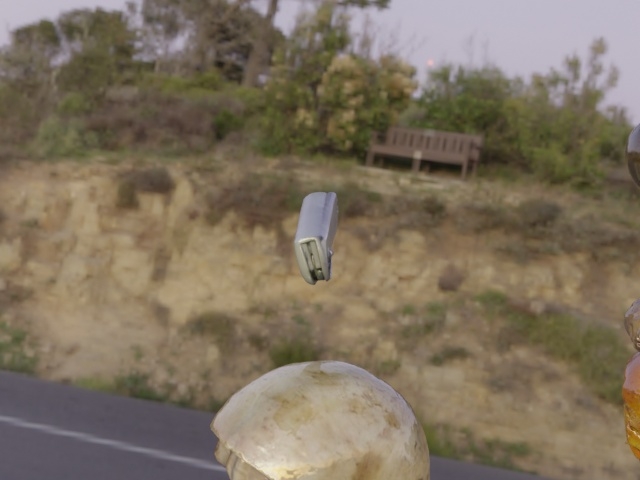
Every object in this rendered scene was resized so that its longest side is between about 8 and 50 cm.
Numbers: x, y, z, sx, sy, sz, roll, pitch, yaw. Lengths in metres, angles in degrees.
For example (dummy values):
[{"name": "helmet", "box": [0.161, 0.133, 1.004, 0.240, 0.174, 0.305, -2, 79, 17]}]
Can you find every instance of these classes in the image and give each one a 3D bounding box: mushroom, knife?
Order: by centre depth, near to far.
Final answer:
[{"name": "mushroom", "box": [0.008, 0.217, 1.066, 0.189, 0.253, 0.195, -30, 32, -19]}, {"name": "knife", "box": [-0.001, -0.003, 1.196, 0.041, 0.073, 0.265, -9, 10, 4]}]

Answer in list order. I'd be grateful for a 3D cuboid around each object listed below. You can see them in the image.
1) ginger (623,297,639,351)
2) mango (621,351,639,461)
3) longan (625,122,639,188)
[{"name": "ginger", "box": [0.437, 0.037, 1.094, 0.290, 0.084, 0.122, -22, 46, -19]}, {"name": "mango", "box": [0.511, 0.211, 1.238, 0.350, 0.199, 0.201, 6, 4, 32]}, {"name": "longan", "box": [0.363, -0.082, 1.065, 0.119, 0.106, 0.106, 14, 0, 20]}]
